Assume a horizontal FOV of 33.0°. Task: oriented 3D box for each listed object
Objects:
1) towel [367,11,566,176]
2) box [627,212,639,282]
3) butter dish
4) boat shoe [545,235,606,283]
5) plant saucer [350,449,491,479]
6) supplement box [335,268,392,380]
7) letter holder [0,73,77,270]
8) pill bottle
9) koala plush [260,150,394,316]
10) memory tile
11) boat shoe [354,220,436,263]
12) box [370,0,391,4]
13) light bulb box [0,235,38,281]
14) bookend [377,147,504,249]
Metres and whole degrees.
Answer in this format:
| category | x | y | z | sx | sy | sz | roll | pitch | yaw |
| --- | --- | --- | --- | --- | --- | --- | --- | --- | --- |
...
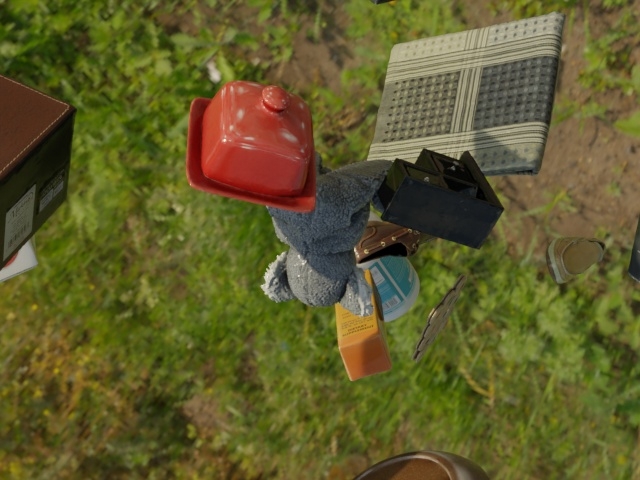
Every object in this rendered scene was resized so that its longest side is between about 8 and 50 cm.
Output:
| category | x | y | z | sx | sy | sz | roll | pitch | yaw |
| --- | --- | --- | --- | --- | --- | --- | --- | --- | --- |
| towel | 0.236 | -0.221 | 1.781 | 0.324 | 0.312 | 0.056 | -4 | 150 | 33 |
| box | 0.547 | -0.094 | 1.300 | 0.211 | 0.293 | 0.396 | 8 | 103 | -3 |
| butter dish | -0.067 | -0.130 | 1.256 | 0.160 | 0.160 | 0.118 | 12 | 136 | -16 |
| boat shoe | 0.408 | 0.020 | 1.699 | 0.072 | 0.190 | 0.068 | -11 | 97 | 27 |
| plant saucer | 0.100 | 0.406 | 1.538 | 0.310 | 0.311 | 0.050 | -14 | 119 | 41 |
| supplement box | 0.070 | 0.143 | 1.880 | 0.078 | 0.233 | 0.080 | -18 | 114 | 6 |
| letter holder | -0.441 | -0.055 | 1.175 | 0.214 | 0.302 | 0.152 | 25 | 134 | 6 |
| pill bottle | 0.083 | 0.036 | 2.090 | 0.146 | 0.146 | 0.264 | 3 | 146 | 32 |
| koala plush | 0.000 | 0.000 | 1.554 | 0.196 | 0.203 | 0.221 | 10 | 111 | 16 |
| memory tile | 0.192 | 0.127 | 1.742 | 0.012 | 0.113 | 0.148 | 33 | 143 | 15 |
| boat shoe | 0.137 | 0.001 | 1.914 | 0.073 | 0.207 | 0.073 | 63 | 150 | 30 |
| box | 0.065 | -0.315 | 1.228 | 0.083 | 0.062 | 0.052 | 47 | 140 | 30 |
| light bulb box | -0.635 | -0.104 | 1.767 | 0.361 | 0.225 | 0.358 | -148 | 36 | -72 |
| bookend | 0.148 | -0.077 | 1.479 | 0.156 | 0.157 | 0.072 | 16 | 119 | -22 |
